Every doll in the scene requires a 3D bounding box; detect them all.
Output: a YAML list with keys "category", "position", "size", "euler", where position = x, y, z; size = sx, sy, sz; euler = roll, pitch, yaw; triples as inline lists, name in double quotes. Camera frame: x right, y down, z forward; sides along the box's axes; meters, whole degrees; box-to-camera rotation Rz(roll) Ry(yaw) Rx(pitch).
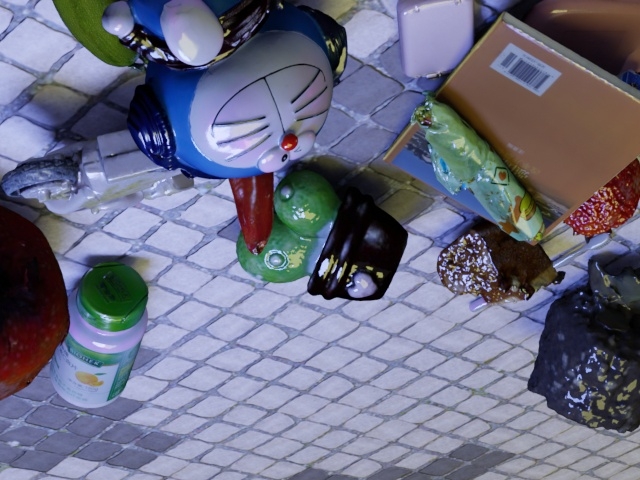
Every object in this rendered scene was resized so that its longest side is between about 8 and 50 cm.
- category: "doll"
  position: [-0.105, -0.209, 1.567]
  size: [0.284, 0.240, 0.310]
  euler: [-35, 132, -11]

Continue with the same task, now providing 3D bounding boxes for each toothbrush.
- category: "toothbrush"
  position: [0.376, 0.058, 2.303]
  size: [0.286, 0.020, 0.025]
  euler: [-30, 149, 27]

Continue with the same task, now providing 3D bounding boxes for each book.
- category: "book"
  position: [0.270, -0.137, 1.812]
  size: [0.263, 0.028, 0.374]
  euler: [28, 148, -8]

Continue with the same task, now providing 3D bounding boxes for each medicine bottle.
- category: "medicine bottle"
  position: [-0.349, 0.149, 2.129]
  size: [0.133, 0.133, 0.274]
  euler: [2, 144, -19]

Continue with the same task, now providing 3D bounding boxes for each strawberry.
- category: "strawberry"
  position: [0.426, -0.077, 2.018]
  size: [0.131, 0.131, 0.148]
  euler: [4, 153, -21]

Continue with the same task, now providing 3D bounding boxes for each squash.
- category: "squash"
  position: [-0.270, -0.286, 1.541]
  size: [0.071, 0.080, 0.318]
  euler: [21, 154, 23]

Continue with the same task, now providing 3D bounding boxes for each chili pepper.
- category: "chili pepper"
  position: [-0.096, -0.053, 1.858]
  size: [0.065, 0.169, 0.088]
  euler: [6, 146, -21]

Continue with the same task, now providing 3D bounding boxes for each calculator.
- category: "calculator"
  position: [0.149, -0.268, 1.724]
  size: [0.100, 0.032, 0.175]
  euler: [-11, 148, -1]
- category: "calculator"
  position: [0.334, -0.226, 1.828]
  size: [0.220, 0.048, 0.329]
  euler: [-1, 147, -13]

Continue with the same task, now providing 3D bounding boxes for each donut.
- category: "donut"
  position: [0.287, 0.040, 2.176]
  size: [0.126, 0.144, 0.187]
  euler: [-28, 174, 35]

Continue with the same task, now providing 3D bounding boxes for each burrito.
- category: "burrito"
  position: [0.205, -0.094, 1.849]
  size: [0.104, 0.054, 0.288]
  euler: [-7, 137, 44]

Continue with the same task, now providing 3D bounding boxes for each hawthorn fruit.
- category: "hawthorn fruit"
  position: [-0.487, 0.083, 1.854]
  size: [0.316, 0.316, 0.316]
  euler: [-8, 147, -5]

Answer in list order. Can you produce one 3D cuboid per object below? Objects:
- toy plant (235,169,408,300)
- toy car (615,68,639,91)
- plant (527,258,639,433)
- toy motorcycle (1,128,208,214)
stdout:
- category: "toy plant"
  position: [0.000, 0.000, 1.989]
  size: [0.235, 0.175, 0.218]
  euler: [23, 134, -1]
- category: "toy car"
  position: [0.377, -0.162, 1.821]
  size: [0.070, 0.080, 0.170]
  euler: [29, 142, -7]
- category: "plant"
  position: [0.512, 0.164, 2.351]
  size: [0.215, 0.213, 0.312]
  euler: [8, 107, -27]
- category: "toy motorcycle"
  position: [-0.247, -0.098, 1.770]
  size: [0.341, 0.107, 0.223]
  euler: [-14, 174, -11]
